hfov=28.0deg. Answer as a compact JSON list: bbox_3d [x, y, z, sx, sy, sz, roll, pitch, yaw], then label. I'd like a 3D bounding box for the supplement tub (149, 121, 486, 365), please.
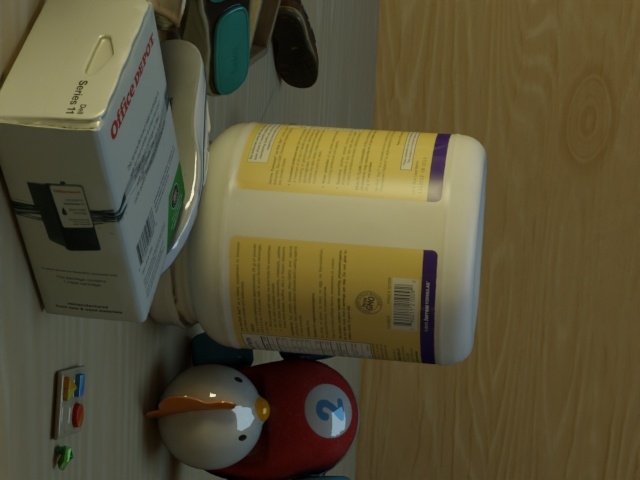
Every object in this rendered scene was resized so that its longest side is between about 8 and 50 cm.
[{"bbox_3d":[0.000,0.000,1.335,0.241,0.331,0.241,4,90,-81],"label":"supplement tub"}]

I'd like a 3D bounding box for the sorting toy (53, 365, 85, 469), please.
[{"bbox_3d":[-0.210,0.149,1.080,0.062,0.012,0.083,-1,95,-82],"label":"sorting toy"}]

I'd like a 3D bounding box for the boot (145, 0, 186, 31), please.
[{"bbox_3d":[-0.135,-0.322,1.155,0.236,0.089,0.269,8,89,-78],"label":"boot"}]

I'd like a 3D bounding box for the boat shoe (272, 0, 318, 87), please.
[{"bbox_3d":[-0.034,-0.293,1.877,0.178,0.064,0.060,77,21,-56],"label":"boat shoe"}]

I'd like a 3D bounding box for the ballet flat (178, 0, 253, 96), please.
[{"bbox_3d":[-0.104,-0.252,1.267,0.086,0.086,0.248,-77,-178,-46],"label":"ballet flat"}]

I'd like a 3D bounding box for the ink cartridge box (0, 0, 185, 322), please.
[{"bbox_3d":[-0.171,-0.062,0.984,0.208,0.087,0.153,87,12,-45],"label":"ink cartridge box"}]

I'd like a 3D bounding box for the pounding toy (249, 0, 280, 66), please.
[{"bbox_3d":[-0.104,-0.264,1.381,0.141,0.100,0.130,-57,164,-68],"label":"pounding toy"}]

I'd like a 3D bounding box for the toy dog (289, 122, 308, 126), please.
[{"bbox_3d":[-0.064,0.020,1.688,0.220,0.161,0.333,-75,151,-41],"label":"toy dog"}]

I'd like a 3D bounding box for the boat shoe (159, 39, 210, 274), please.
[{"bbox_3d":[-0.139,-0.063,1.177,0.084,0.095,0.258,74,23,-56],"label":"boat shoe"}]

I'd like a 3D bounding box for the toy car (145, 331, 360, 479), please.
[{"bbox_3d":[-0.085,0.190,1.381,0.238,0.210,0.219,31,52,-67],"label":"toy car"}]
